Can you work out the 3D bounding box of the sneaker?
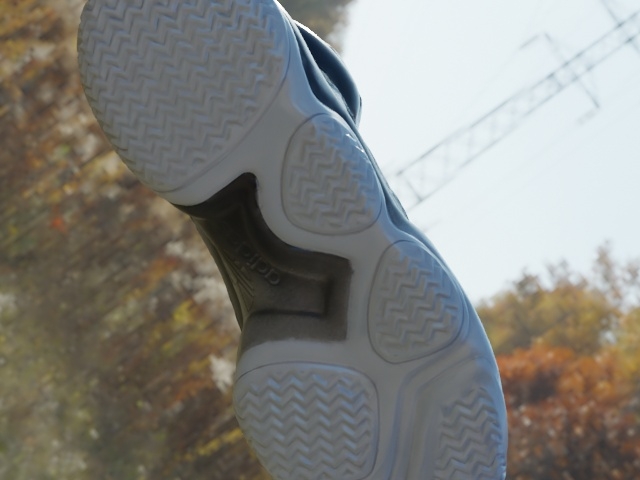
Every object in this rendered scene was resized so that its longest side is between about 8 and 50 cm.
[{"bbox_3d":[0.000,0.000,0.606,0.269,0.101,0.153,62,10,-8],"label":"sneaker"}]
